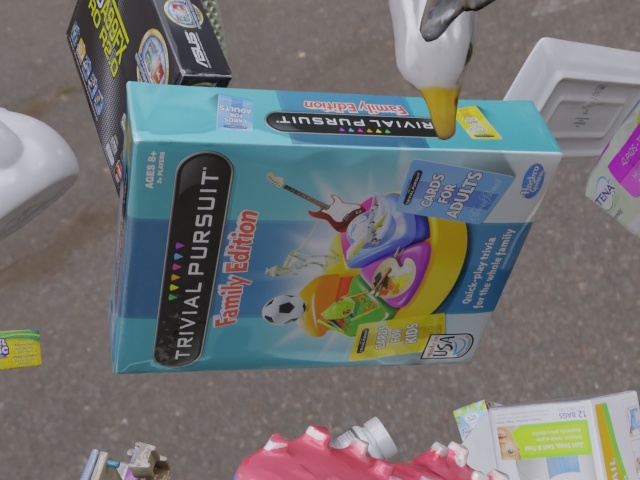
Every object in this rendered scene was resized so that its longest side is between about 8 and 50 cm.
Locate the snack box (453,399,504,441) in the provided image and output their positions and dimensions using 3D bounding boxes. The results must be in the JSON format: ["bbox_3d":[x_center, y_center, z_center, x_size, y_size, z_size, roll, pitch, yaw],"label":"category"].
[{"bbox_3d":[0.325,0.400,1.804,0.070,0.174,0.207,-23,67,20],"label":"snack box"}]

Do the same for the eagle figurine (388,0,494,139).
[{"bbox_3d":[0.033,-0.146,0.349,0.226,0.298,0.225,-35,77,17],"label":"eagle figurine"}]

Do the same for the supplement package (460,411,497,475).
[{"bbox_3d":[0.228,0.439,1.476,0.199,0.262,0.198,37,36,13],"label":"supplement package"}]

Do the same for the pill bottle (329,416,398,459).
[{"bbox_3d":[0.046,0.337,1.558,0.137,0.078,0.078,-31,38,-8],"label":"pill bottle"}]

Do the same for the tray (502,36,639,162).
[{"bbox_3d":[0.262,-0.132,1.037,0.030,0.145,0.270,41,29,28],"label":"tray"}]

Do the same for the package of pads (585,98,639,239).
[{"bbox_3d":[0.301,-0.147,0.594,0.101,0.229,0.296,39,72,11],"label":"package of pads"}]

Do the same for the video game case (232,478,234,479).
[{"bbox_3d":[-0.095,0.436,1.362,0.212,0.193,0.023,-47,-2,29],"label":"video game case"}]

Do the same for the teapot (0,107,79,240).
[{"bbox_3d":[-0.498,-0.108,1.484,0.256,0.187,0.252,-37,3,17],"label":"teapot"}]

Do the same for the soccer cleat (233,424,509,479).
[{"bbox_3d":[0.033,0.171,0.605,0.083,0.248,0.095,28,97,37],"label":"soccer cleat"}]

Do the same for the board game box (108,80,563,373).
[{"bbox_3d":[0.000,0.000,0.847,0.336,0.253,0.079,0,42,-16],"label":"board game box"}]

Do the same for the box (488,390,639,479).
[{"bbox_3d":[0.247,0.252,0.954,0.114,0.203,0.103,-14,-11,40],"label":"box"}]

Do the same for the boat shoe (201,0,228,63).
[{"bbox_3d":[-0.262,-0.344,1.554,0.156,0.499,0.187,2,14,39],"label":"boat shoe"}]

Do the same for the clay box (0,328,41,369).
[{"bbox_3d":[-0.470,0.141,1.223,0.128,0.053,0.222,-8,-7,33],"label":"clay box"}]

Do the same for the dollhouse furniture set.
[{"bbox_3d":[-0.379,0.393,1.495,0.198,0.303,0.286,7,56,9],"label":"dollhouse furniture set"}]

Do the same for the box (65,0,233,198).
[{"bbox_3d":[-0.201,-0.209,1.120,0.060,0.216,0.270,-4,58,-33],"label":"box"}]
